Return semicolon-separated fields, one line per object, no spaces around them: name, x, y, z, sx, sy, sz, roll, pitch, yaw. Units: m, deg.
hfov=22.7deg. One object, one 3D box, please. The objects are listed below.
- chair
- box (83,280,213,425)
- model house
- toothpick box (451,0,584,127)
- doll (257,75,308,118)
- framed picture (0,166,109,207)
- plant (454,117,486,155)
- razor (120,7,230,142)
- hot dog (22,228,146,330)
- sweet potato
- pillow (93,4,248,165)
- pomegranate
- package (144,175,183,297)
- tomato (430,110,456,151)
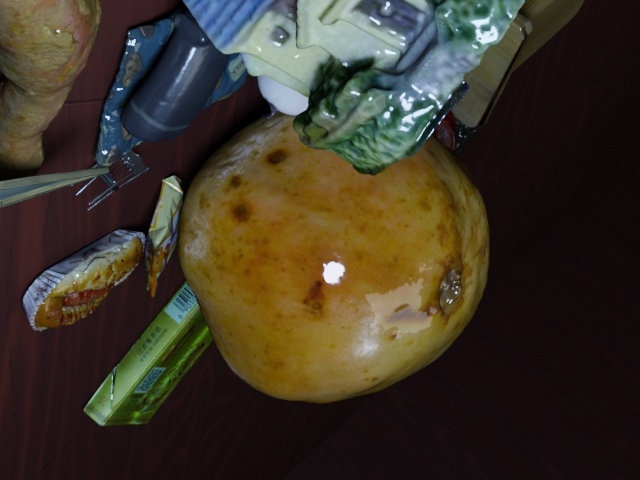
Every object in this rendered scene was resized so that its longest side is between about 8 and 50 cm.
chair;-0.227;-0.071;1.726;0.086;0.037;0.042;-40;174;-17
box;-0.200;0.136;2.290;0.311;0.043;0.173;-51;165;7
model house;0.007;-0.247;1.458;0.321;0.266;0.261;-47;-155;35
toothpick box;0.246;-0.329;2.163;0.308;0.190;0.187;-40;161;-42
doll;0.017;-0.239;1.786;0.208;0.144;0.271;-45;-179;21
framed picture;-0.306;-0.041;1.481;0.136;0.010;0.201;-16;180;26
plant;0.177;-0.194;2.387;0.132;0.129;0.194;-35;163;-47
razor;-0.137;-0.166;1.604;0.148;0.054;0.090;-56;165;23
hot dog;-0.272;0.047;1.854;0.192;0.053;0.099;-33;154;-52
sweet potato;-0.241;-0.168;1.345;0.109;0.109;0.385;-42;170;-23
pillow;-0.136;-0.192;1.702;0.256;0.034;0.189;-33;156;-42
pomegranate;0.000;0.000;1.932;0.410;0.410;0.410;-45;164;-16
package;-0.188;-0.007;1.909;0.108;0.031;0.120;104;-1;-59
tomato;0.062;-0.156;2.112;0.233;0.139;0.200;-22;147;22
